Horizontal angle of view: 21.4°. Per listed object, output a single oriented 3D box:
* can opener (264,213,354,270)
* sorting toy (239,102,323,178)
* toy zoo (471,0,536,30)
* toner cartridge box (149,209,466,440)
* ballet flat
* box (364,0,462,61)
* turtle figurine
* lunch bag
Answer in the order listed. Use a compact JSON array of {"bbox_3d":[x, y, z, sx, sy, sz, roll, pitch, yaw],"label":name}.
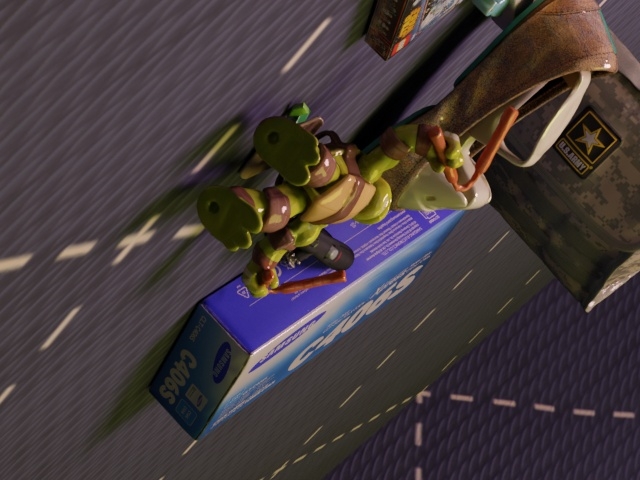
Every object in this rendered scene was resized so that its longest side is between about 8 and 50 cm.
[{"bbox_3d":[0.000,0.000,1.546,0.073,0.059,0.186,-44,160,0],"label":"can opener"},{"bbox_3d":[-0.025,-0.083,1.328,0.062,0.012,0.083,-21,159,-50],"label":"sorting toy"},{"bbox_3d":[0.243,-0.285,1.469,0.293,0.030,0.192,-40,168,-17],"label":"toy zoo"},{"bbox_3d":[-0.006,0.055,1.711,0.348,0.075,0.165,-33,163,-40],"label":"toner cartridge box"},{"bbox_3d":[0.135,-0.093,1.510,0.316,0.106,0.107,-41,165,28],"label":"ballet flat"},{"bbox_3d":[0.084,-0.199,1.252,0.094,0.027,0.137,-40,167,-23],"label":"box"},{"bbox_3d":[0.011,-0.048,1.322,0.269,0.087,0.217,-34,162,22],"label":"turtle figurine"},{"bbox_3d":[0.295,-0.092,1.807,0.169,0.235,0.287,-36,166,-23],"label":"lunch bag"}]
